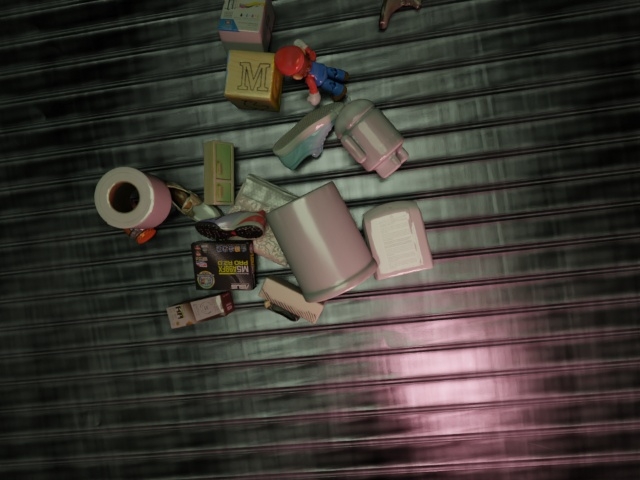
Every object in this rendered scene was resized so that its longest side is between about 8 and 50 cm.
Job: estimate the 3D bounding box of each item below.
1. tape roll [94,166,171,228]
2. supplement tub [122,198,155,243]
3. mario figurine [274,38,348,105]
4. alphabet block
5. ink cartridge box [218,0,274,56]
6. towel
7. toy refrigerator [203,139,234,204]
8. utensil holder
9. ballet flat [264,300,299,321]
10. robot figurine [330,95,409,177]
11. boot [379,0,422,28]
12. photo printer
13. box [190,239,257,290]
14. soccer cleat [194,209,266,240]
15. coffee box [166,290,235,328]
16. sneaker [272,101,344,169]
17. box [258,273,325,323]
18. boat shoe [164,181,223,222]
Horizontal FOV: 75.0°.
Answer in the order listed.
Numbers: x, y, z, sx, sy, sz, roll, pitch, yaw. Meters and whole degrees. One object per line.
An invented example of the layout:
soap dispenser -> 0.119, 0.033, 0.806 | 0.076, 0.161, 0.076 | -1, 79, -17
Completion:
tape roll -> -0.763, -0.168, 1.709 | 0.246, 0.169, 0.246 | 0, 90, 2
supplement tub -> -0.833, -0.085, 1.856 | 0.117, 0.117, 0.190 | -41, 89, 6
mario figurine -> -0.050, -0.686, 1.709 | 0.320, 0.198, 0.170 | 13, 135, -32
alphabet block -> -0.273, -0.663, 1.744 | 0.197, 0.192, 0.193 | 7, 95, 6
ink cartridge box -> -0.300, -0.898, 1.717 | 0.171, 0.168, 0.232 | 6, 74, 4
towel -> -0.239, -0.092, 1.834 | 0.332, 0.053, 0.317 | 25, 95, 5
toy refrigerator -> -0.436, -0.288, 1.801 | 0.094, 0.102, 0.269 | 3, 93, 45
utensil holder -> 0.000, 0.000, 1.659 | 0.328, 0.327, 0.385 | -26, 96, 6
ballet flat -> -0.171, 0.307, 1.845 | 0.173, 0.049, 0.057 | 24, 94, 4
robot figurine -> 0.198, -0.427, 1.696 | 0.353, 0.300, 0.200 | 47, 138, -4
boot -> 0.343, -0.990, 1.730 | 0.161, 0.083, 0.246 | 17, 95, -1
photo printer -> 0.318, -0.008, 1.758 | 0.256, 0.107, 0.307 | -14, 91, 6
box -> -0.422, 0.109, 1.828 | 0.270, 0.060, 0.216 | 0, 101, 11
soccer cleat -> -0.381, -0.072, 1.784 | 0.318, 0.108, 0.116 | -1, 50, 17
coffee box -> -0.522, 0.302, 1.833 | 0.246, 0.141, 0.098 | -14, 91, 6
sneaker -> -0.030, -0.443, 1.782 | 0.366, 0.135, 0.150 | -38, 129, -4
box -> -0.121, 0.251, 1.809 | 0.275, 0.113, 0.094 | 25, 96, 5
boat shoe -> -0.571, -0.153, 1.835 | 0.302, 0.103, 0.113 | 31, 95, 3
